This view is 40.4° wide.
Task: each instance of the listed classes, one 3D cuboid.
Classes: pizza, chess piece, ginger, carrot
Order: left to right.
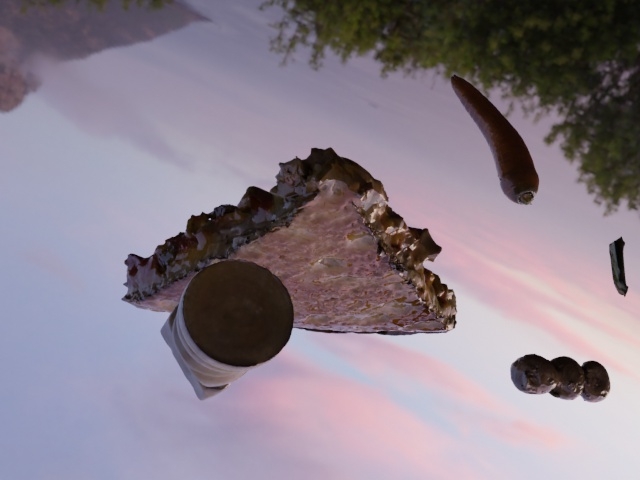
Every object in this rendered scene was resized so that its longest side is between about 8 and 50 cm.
[{"bbox_3d":[-0.094,0.084,0.753,0.090,0.090,0.200,21,157,-12],"label":"chess piece"},{"bbox_3d":[0.000,0.000,1.001,0.439,0.130,0.406,5,152,-12],"label":"pizza"},{"bbox_3d":[0.281,-0.164,1.374,0.062,0.066,0.271,39,-151,-54],"label":"carrot"},{"bbox_3d":[0.447,0.253,1.604,0.204,0.080,0.104,9,175,-14],"label":"ginger"}]

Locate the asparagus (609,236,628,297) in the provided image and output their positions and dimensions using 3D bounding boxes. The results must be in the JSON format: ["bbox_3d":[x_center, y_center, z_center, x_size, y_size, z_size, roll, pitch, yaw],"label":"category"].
[{"bbox_3d":[0.494,0.042,1.436,0.021,0.108,0.025,10,154,-14],"label":"asparagus"}]
